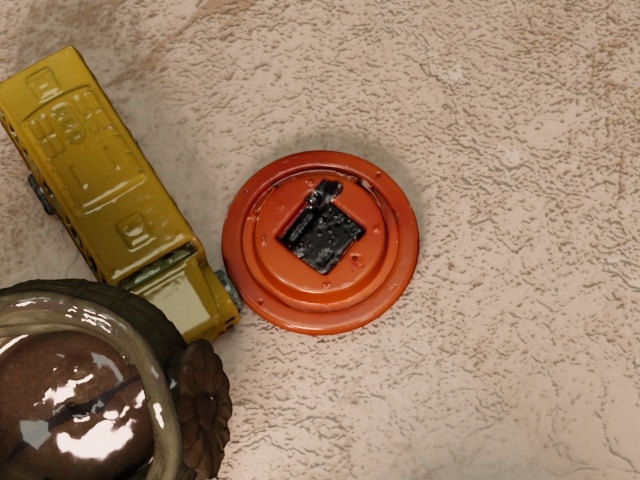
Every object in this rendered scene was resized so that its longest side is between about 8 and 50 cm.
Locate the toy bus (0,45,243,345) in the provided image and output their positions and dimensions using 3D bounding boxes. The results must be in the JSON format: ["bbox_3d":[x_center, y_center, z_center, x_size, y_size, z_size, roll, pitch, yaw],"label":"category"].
[{"bbox_3d":[-0.209,-0.036,1.749,0.121,0.123,0.335,-30,70,-11],"label":"toy bus"}]

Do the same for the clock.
[{"bbox_3d":[0.000,0.000,1.771,0.205,0.051,0.205,-1,68,1],"label":"clock"}]

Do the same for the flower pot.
[{"bbox_3d":[-0.230,0.179,1.584,0.302,0.213,0.301,0,93,3],"label":"flower pot"}]
